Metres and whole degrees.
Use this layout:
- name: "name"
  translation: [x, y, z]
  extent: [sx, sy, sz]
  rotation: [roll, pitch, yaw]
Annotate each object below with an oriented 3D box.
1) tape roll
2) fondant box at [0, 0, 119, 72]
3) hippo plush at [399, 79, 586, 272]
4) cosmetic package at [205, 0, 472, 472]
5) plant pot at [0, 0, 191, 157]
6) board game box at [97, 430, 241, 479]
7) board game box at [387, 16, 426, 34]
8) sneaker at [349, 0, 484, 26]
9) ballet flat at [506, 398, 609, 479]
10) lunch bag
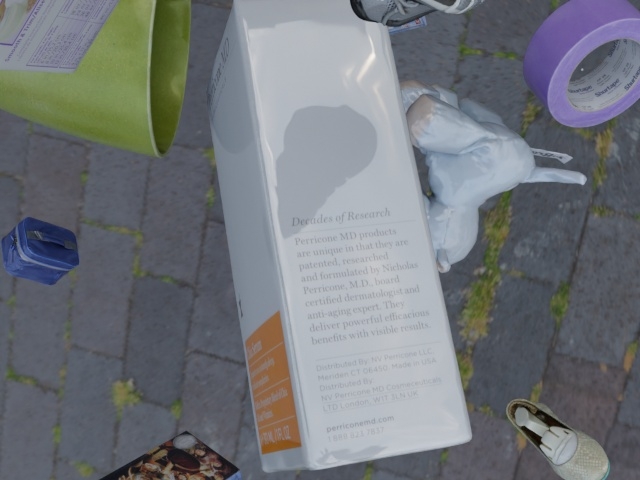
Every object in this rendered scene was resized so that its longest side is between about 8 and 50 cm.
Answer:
- name: "tape roll"
  translation: [0.404, -0.266, 1.298]
  extent: [0.189, 0.189, 0.080]
  rotation: [-42, 46, 19]
- name: "fondant box"
  translation: [-0.285, -0.211, 0.515]
  extent: [0.238, 0.330, 0.096]
  rotation: [39, 105, 3]
- name: "hippo plush"
  translation: [0.197, -0.088, 1.342]
  extent: [0.294, 0.234, 0.236]
  rotation: [24, 110, -5]
- name: "cosmetic package"
  translation: [0.000, 0.000, 0.910]
  extent: [0.161, 0.230, 0.453]
  rotation: [-6, 76, -16]
- name: "plant pot"
  translation: [-0.326, -0.252, 1.072]
  extent: [0.293, 0.275, 0.275]
  rotation: [6, 103, -1]
- name: "board game box"
  translation: [-0.286, 0.447, 1.571]
  extent: [0.165, 0.243, 0.042]
  rotation: [24, 124, 38]
- name: "board game box"
  translation: [0.102, -0.383, 1.389]
  extent: [0.194, 0.194, 0.060]
  rotation: [6, 137, 41]
- name: "sneaker"
  translation: [0.061, -0.189, 0.636]
  extent: [0.132, 0.229, 0.086]
  rotation: [-16, 95, 38]
- name: "ballet flat"
  translation: [0.261, 0.227, 0.993]
  extent: [0.052, 0.168, 0.057]
  rotation: [28, 91, -19]
- name: "lunch bag"
  translation: [-0.378, 0.011, 1.179]
  extent: [0.065, 0.098, 0.067]
  rotation: [-35, 58, 24]
